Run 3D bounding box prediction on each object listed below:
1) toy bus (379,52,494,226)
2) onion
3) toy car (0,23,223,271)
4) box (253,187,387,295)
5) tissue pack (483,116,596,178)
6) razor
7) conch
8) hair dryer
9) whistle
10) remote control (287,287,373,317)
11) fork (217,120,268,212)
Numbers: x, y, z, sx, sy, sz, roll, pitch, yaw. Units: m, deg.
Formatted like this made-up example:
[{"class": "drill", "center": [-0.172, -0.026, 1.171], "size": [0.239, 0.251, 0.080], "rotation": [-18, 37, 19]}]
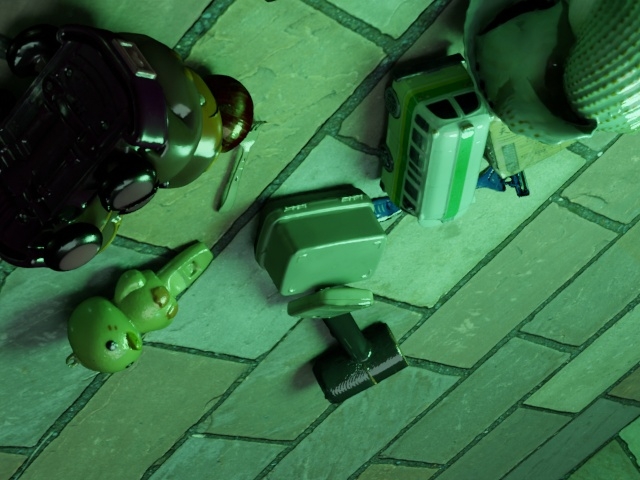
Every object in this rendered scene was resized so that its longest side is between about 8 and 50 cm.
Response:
[{"class": "toy bus", "center": [0.188, -0.150, 1.813], "size": [0.133, 0.165, 0.276], "rotation": [-18, 143, -16]}, {"class": "onion", "center": [-0.149, -0.183, 1.566], "size": [0.118, 0.117, 0.119], "rotation": [-40, 156, -22]}, {"class": "toy car", "center": [-0.290, -0.119, 1.445], "size": [0.340, 0.271, 0.240], "rotation": [-43, 160, 23]}, {"class": "box", "center": [0.000, 0.000, 1.894], "size": [0.210, 0.129, 0.148], "rotation": [-10, 140, -25]}, {"class": "tissue pack", "center": [0.388, -0.233, 1.895], "size": [0.256, 0.123, 0.215], "rotation": [-31, 144, -1]}, {"class": "razor", "center": [0.224, -0.085, 2.026], "size": [0.324, 0.093, 0.056], "rotation": [-16, 179, -14]}, {"class": "conch", "center": [0.379, -0.293, 1.694], "size": [0.303, 0.319, 0.215], "rotation": [-28, 166, 11]}, {"class": "hair dryer", "center": [0.035, 0.190, 2.212], "size": [0.189, 0.107, 0.352], "rotation": [-30, 138, 3]}, {"class": "whistle", "center": [-0.296, 0.119, 1.825], "size": [0.294, 0.141, 0.141], "rotation": [-32, 146, 0]}, {"class": "remote control", "center": [0.015, 0.113, 1.973], "size": [0.098, 0.038, 0.233], "rotation": [3, 170, -16]}, {"class": "fork", "center": [-0.128, -0.117, 1.751], "size": [0.034, 0.028, 0.219], "rotation": [-15, 148, -34]}]
